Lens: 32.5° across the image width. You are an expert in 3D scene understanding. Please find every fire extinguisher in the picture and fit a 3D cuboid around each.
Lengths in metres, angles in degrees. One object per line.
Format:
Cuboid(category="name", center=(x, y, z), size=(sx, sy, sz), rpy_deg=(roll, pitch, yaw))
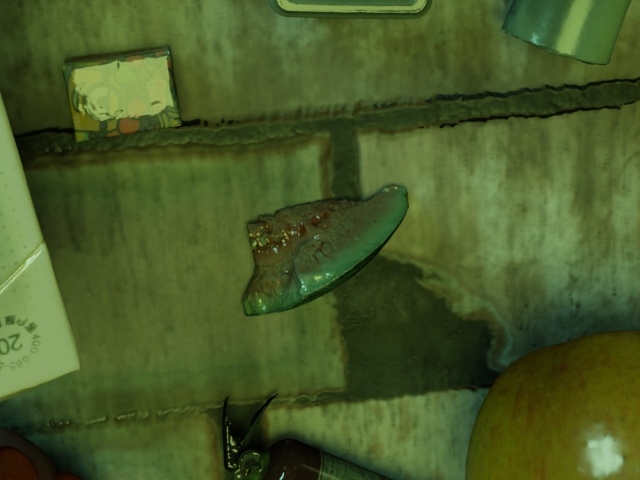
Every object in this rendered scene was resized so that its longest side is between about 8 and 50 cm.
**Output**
Cuboid(category="fire extinguisher", center=(0.010, 0.209, 0.959), size=(0.231, 0.071, 0.099), rpy_deg=(26, 76, -12))

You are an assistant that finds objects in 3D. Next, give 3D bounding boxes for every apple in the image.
Cuboid(category="apple", center=(0.262, 0.207, 0.875), size=(0.299, 0.299, 0.275), rpy_deg=(-14, 81, -1))

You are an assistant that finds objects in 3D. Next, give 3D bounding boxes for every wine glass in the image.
Cuboid(category="wine glass", center=(0.210, -0.251, 0.809), size=(0.103, 0.103, 0.231), rpy_deg=(14, 110, -10))

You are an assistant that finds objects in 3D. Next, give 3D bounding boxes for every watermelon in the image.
Cuboid(category="watermelon", center=(0.008, 0.007, 0.887), size=(0.155, 0.101, 0.080), rpy_deg=(-17, 98, -10))

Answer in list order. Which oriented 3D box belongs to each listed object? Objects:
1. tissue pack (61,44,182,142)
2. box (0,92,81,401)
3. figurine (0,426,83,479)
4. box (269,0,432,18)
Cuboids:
Cuboid(category="tissue pack", center=(-0.152, -0.114, 0.849), size=(0.083, 0.035, 0.063), rpy_deg=(-8, 108, -5))
Cuboid(category="box", center=(-0.268, -0.078, 0.734), size=(0.095, 0.210, 0.330), rpy_deg=(-19, 115, -21))
Cuboid(category="figurine", center=(-0.285, 0.231, 0.879), size=(0.173, 0.173, 0.173), rpy_deg=(-2, 108, -6))
Cuboid(category="box", center=(0.021, -0.213, 0.820), size=(0.122, 0.062, 0.089), rpy_deg=(-1, 108, -7))
